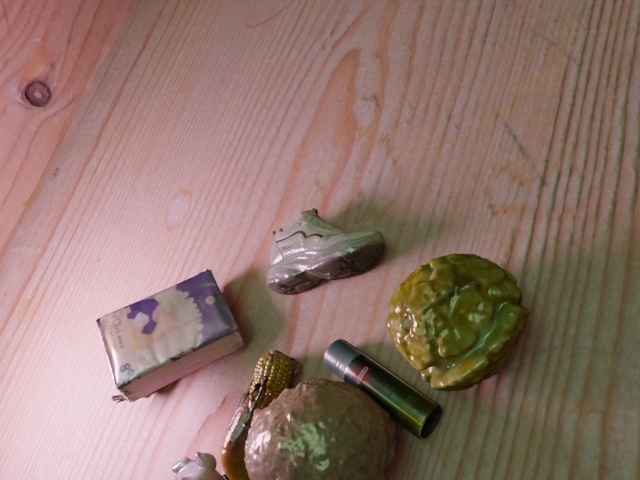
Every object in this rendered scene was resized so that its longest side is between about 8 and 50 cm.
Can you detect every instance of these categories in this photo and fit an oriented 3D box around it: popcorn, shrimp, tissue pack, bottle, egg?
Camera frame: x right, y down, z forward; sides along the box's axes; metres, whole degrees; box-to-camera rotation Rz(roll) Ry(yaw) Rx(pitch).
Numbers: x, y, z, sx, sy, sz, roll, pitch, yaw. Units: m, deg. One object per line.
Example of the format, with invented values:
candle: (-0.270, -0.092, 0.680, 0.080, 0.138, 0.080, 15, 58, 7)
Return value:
popcorn: (0.276, 0.153, 1.048, 0.282, 0.247, 0.282, -3, 81, 20)
shrimp: (-0.144, 0.436, 1.188, 0.150, 0.068, 0.248, 8, 83, -6)
tissue pack: (-0.410, 0.252, 1.414, 0.344, 0.125, 0.242, -24, 52, -15)
bottle: (0.130, 0.322, 1.156, 0.286, 0.082, 0.082, 29, 84, 39)
egg: (0.002, 0.415, 1.060, 0.310, 0.279, 0.279, 2, 65, 0)

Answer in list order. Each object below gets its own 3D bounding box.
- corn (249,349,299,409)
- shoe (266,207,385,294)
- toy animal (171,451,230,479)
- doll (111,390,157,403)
corn: (-0.140, 0.416, 1.273, 0.106, 0.106, 0.293, 9, 76, 35)
shoe: (0.000, 0.000, 1.362, 0.342, 0.132, 0.210, -20, 61, 27)
toy animal: (-0.306, 0.668, 1.185, 0.208, 0.154, 0.325, 126, 152, -48)
doll: (-0.496, 0.393, 1.494, 0.221, 0.105, 0.115, -47, 36, 1)
